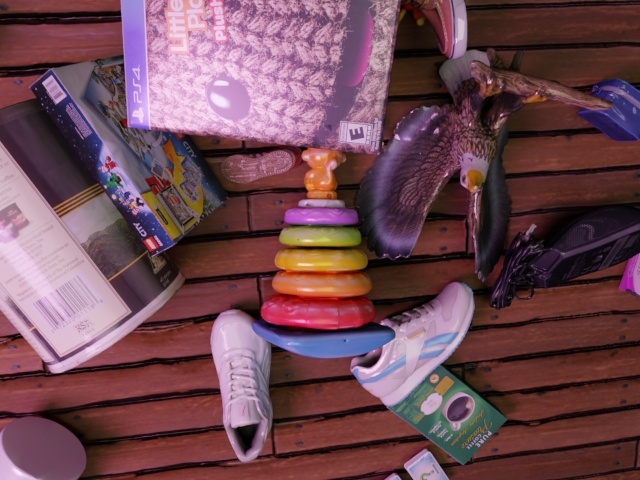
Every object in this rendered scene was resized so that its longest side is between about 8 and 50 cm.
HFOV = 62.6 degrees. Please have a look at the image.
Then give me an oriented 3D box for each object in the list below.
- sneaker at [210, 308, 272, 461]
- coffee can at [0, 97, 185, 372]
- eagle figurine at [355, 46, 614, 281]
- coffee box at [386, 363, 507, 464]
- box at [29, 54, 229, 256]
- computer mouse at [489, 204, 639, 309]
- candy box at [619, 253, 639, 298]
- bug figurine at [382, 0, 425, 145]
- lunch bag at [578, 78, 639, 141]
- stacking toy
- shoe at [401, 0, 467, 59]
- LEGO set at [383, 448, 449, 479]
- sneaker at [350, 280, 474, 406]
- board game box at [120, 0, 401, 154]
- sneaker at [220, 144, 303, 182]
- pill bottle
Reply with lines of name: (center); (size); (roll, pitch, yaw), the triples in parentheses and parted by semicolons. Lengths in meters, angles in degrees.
sneaker: (-0.109, 0.218, 0.778); (0.091, 0.115, 0.232); (-11, 103, -6)
coffee can: (-0.332, -0.005, 0.656); (0.202, 0.201, 0.275); (-32, 105, 0)
eagle figurine: (0.201, -0.105, 0.740); (0.226, 0.225, 0.298); (42, 135, 23)
coffee box: (0.206, 0.278, 0.873); (0.184, 0.040, 0.113); (38, 95, -13)
box: (-0.226, -0.115, 0.668); (0.044, 0.159, 0.233); (-25, 105, 25)
computer mouse: (0.384, 0.004, 0.803); (0.273, 0.072, 0.188); (-16, 146, -9)
candy box: (0.636, 0.037, 0.865); (0.234, 0.071, 0.159); (12, 101, -11)
bug figurine: (0.035, -0.268, 0.717); (0.216, 0.072, 0.278); (23, 98, -12)
lunch bag: (0.446, -0.201, 0.790); (0.099, 0.067, 0.065); (31, 96, -12)
stacking toy: (0.000, 0.000, 0.742); (0.175, 0.166, 0.301); (0, 91, -23)
shoe: (0.125, -0.307, 0.654); (0.081, 0.063, 0.177); (-12, 91, -1)
LEGO set: (0.174, 0.503, 0.899); (0.183, 0.060, 0.244); (-34, 107, -6)
sneaker: (0.145, 0.148, 0.815); (0.092, 0.087, 0.228); (40, 92, -12)
board game box: (-0.058, -0.239, 0.601); (0.291, 0.141, 0.231); (7, 113, 5)
sneaker: (-0.080, -0.112, 0.756); (0.119, 0.067, 0.042); (-4, 107, 24)
pill bottle: (-0.465, 0.393, 0.748); (0.153, 0.153, 0.264); (38, 95, -14)
